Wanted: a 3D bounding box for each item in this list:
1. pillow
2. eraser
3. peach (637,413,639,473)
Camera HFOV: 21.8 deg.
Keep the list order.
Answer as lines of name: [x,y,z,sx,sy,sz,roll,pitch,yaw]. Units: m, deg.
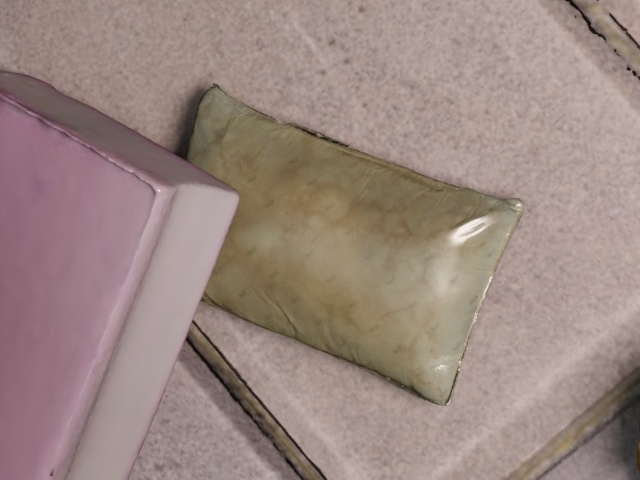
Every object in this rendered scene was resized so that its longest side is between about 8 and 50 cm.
pillow: [0.000,0.000,1.391,0.302,0.075,0.185,22,99,14]
eraser: [-0.249,0.067,1.414,0.272,0.122,0.359,28,104,32]
peach: [0.342,0.153,1.249,0.192,0.190,0.190,-2,95,36]
